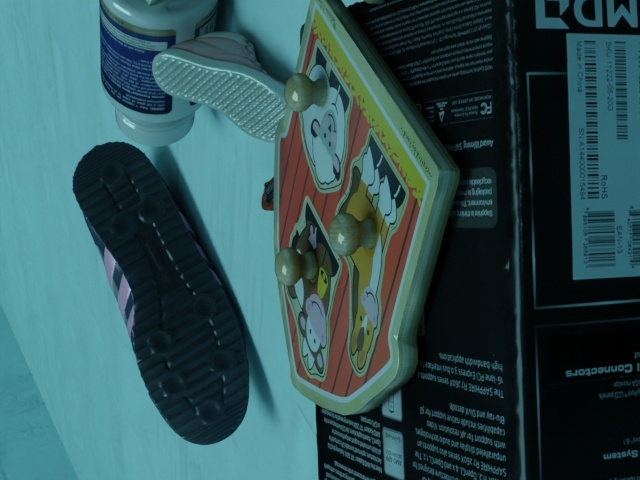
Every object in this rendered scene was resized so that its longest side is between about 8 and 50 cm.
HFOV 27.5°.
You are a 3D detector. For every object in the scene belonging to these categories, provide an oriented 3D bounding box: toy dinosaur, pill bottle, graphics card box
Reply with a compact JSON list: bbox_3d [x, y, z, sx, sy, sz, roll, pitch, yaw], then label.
[{"bbox_3d":[-0.023,-0.036,0.943,0.082,0.090,0.047,-10,82,38],"label":"toy dinosaur"},{"bbox_3d":[-0.134,-0.156,1.074,0.094,0.094,0.169,60,156,28],"label":"pill bottle"},{"bbox_3d":[0.075,0.064,0.621,0.233,0.094,0.371,180,86,-69],"label":"graphics card box"}]

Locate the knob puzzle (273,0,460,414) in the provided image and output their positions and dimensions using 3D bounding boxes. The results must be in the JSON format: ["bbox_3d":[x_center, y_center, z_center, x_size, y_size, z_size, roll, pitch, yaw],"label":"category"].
[{"bbox_3d":[0.000,0.000,0.636,0.213,0.030,0.213,177,90,-69],"label":"knob puzzle"}]

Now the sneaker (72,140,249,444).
[{"bbox_3d":[-0.149,0.057,1.318,0.131,0.112,0.319,83,166,-75],"label":"sneaker"}]

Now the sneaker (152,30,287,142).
[{"bbox_3d":[-0.054,-0.121,0.981,0.134,0.070,0.051,25,128,23],"label":"sneaker"}]

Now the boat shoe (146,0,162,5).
[{"bbox_3d":[-0.075,-0.227,0.845,0.091,0.109,0.305,68,164,-6],"label":"boat shoe"}]

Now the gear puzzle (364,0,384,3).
[{"bbox_3d":[0.025,-0.279,0.543,0.175,0.044,0.339,-112,29,-49],"label":"gear puzzle"}]
